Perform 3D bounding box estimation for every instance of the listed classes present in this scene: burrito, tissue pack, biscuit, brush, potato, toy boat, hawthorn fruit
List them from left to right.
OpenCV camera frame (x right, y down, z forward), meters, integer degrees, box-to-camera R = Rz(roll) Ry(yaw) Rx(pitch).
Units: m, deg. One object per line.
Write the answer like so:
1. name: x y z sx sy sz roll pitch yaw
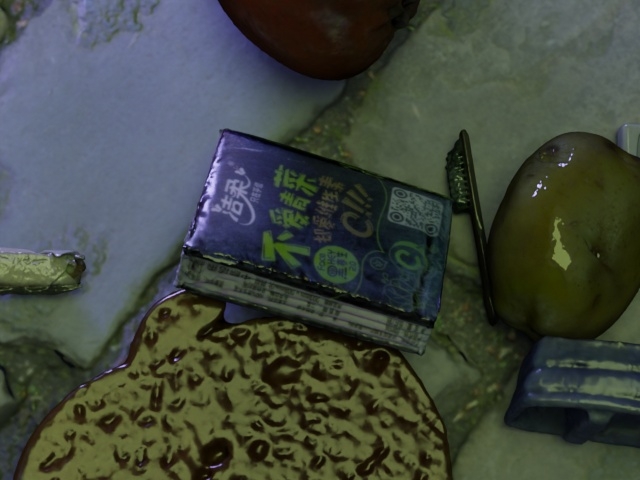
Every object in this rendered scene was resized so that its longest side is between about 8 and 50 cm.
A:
1. burrito: -0.306 0.027 1.354 0.185 0.041 0.045 3 92 -9
2. biscuit: -0.082 0.211 1.320 0.394 0.070 0.350 -12 74 -11
3. hawthorn fruit: -0.024 -0.262 1.406 0.251 0.199 0.199 24 72 19
4. tissue pack: 0.000 0.000 1.356 0.235 0.073 0.173 16 44 -4
5. brush: 0.143 -0.012 1.430 0.027 0.034 0.190 -8 76 0
6. potato: 0.234 0.000 1.384 0.154 0.137 0.200 32 72 0
7. toy boat: 0.313 0.151 1.361 0.283 0.127 0.078 8 68 -4

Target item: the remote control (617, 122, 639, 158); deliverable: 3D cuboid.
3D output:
1. remote control: 0.388 -0.067 1.481 0.190 0.029 0.087 6 75 -7
